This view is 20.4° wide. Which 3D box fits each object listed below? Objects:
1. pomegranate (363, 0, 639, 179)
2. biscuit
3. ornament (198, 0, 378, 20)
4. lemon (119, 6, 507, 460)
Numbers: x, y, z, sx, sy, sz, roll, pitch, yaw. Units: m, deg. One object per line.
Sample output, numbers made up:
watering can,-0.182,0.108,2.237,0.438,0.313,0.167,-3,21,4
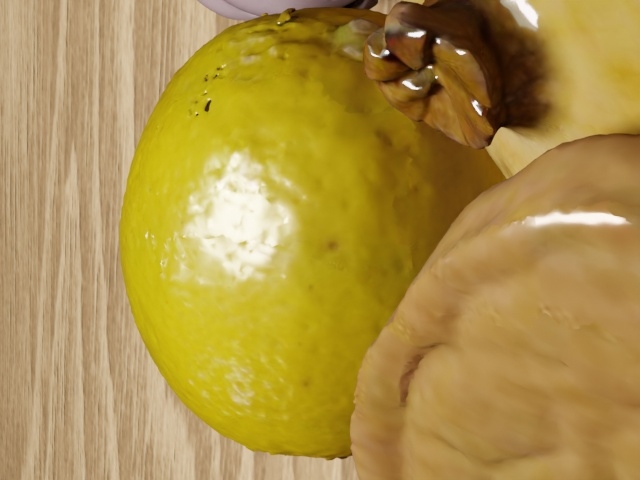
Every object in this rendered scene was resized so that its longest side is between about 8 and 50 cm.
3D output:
pomegranate,0.167,-0.125,0.608,0.307,0.307,0.307,28,123,57
biscuit,0.179,0.122,0.613,0.365,0.062,0.385,16,146,21
ornament,-0.025,-0.213,1.052,0.177,0.177,0.177,28,123,57
lemon,0.000,-0.004,1.000,0.263,0.236,0.236,-60,43,21
